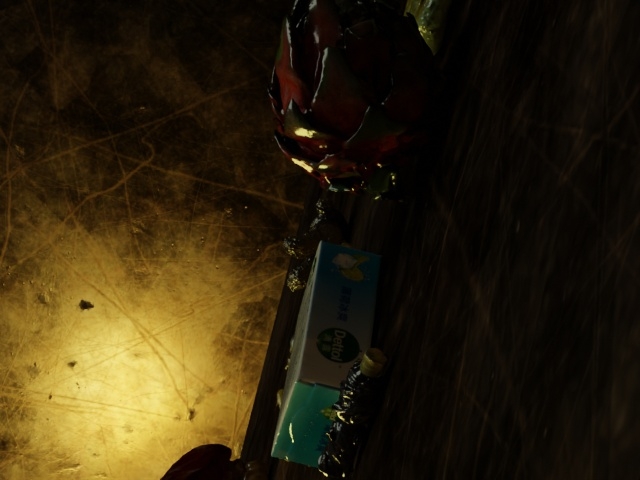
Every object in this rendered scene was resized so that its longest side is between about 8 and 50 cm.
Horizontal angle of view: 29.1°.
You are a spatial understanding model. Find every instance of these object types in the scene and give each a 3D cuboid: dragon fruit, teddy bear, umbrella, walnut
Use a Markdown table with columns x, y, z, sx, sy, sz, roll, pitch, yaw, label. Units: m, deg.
| x | y | z | sx | sy | sz | roll | pitch | yaw | label |
| --- | --- | --- | --- | --- | --- | --- | --- | --- | --- |
| 0.034 | -0.142 | 1.166 | 0.182 | 0.182 | 0.188 | -86 | 21 | -70 | dragon fruit |
| 0.007 | 0.001 | 1.818 | 0.160 | 0.078 | 0.119 | -53 | -39 | -54 | teddy bear |
| 0.029 | 0.155 | 1.112 | 0.037 | 0.040 | 0.144 | -65 | -6 | -58 | umbrella |
| -0.198 | 0.477 | 2.191 | 0.244 | 0.222 | 0.269 | -32 | 23 | 36 | walnut |

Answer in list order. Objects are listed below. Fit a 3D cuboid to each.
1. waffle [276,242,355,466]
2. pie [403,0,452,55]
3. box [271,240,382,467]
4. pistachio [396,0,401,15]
| x | y | z | sx | sy | sz | roll | pitch | yaw | label |
| --- | --- | --- | --- | --- | --- | --- | --- | --- | --- |
| -0.006 | 0.137 | 1.541 | 0.280 | 0.060 | 0.262 | -88 | 13 | -73 | waffle |
| 0.124 | -0.276 | 1.282 | 0.187 | 0.041 | 0.187 | -165 | 90 | -86 | pie |
| 0.008 | 0.119 | 1.289 | 0.139 | 0.073 | 0.194 | 108 | 175 | -45 | box |
| 0.055 | -0.279 | 1.753 | 0.152 | 0.126 | 0.223 | -38 | -25 | -33 | pistachio |
